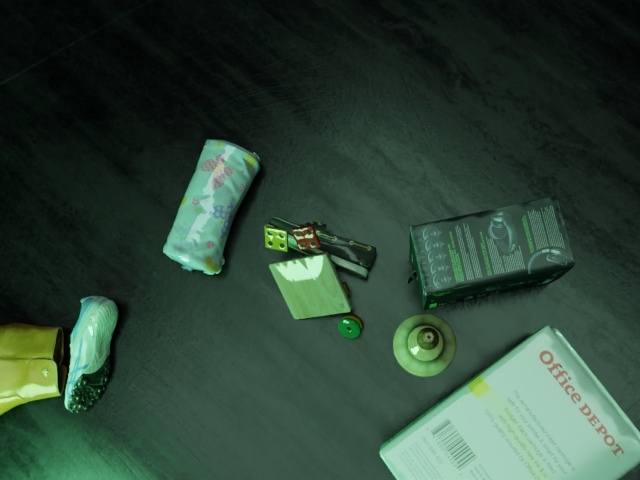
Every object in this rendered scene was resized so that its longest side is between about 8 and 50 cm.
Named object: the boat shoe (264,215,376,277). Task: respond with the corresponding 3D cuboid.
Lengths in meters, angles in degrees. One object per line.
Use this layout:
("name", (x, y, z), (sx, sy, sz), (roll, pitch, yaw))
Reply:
("boat shoe", (0.000, 0.000, 1.657), (0.227, 0.081, 0.069), (25, 81, 2))

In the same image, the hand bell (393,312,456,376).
("hand bell", (0.196, 0.188, 1.519), (0.126, 0.242, 0.126), (-1, 81, 5))

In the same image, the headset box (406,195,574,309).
("headset box", (0.296, 0.031, 1.533), (0.283, 0.246, 0.131), (-12, 79, 3))

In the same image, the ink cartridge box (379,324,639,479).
("ink cartridge box", (0.341, 0.377, 1.487), (0.384, 0.160, 0.279), (-36, 78, -1))

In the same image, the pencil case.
("pencil case", (-0.219, -0.069, 1.672), (0.124, 0.113, 0.273), (20, 83, -1))

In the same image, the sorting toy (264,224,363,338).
("sorting toy", (-0.017, 0.074, 1.621), (0.132, 0.046, 0.275), (-11, 115, 29))

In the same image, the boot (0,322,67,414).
("boot", (-0.624, 0.311, 1.651), (0.211, 0.104, 0.295), (3, 76, 7))

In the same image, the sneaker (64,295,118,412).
("sneaker", (-0.473, 0.228, 1.669), (0.086, 0.085, 0.237), (10, 84, 34))
